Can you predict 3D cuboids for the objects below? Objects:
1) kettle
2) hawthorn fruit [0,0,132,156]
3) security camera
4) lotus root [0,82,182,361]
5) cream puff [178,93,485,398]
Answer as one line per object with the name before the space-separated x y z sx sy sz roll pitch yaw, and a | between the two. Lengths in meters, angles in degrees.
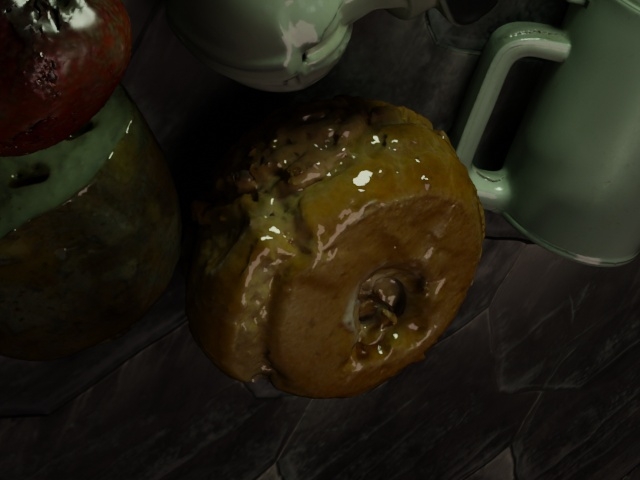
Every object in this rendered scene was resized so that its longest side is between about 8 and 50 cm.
kettle | 0.319 -0.147 1.804 0.265 0.205 0.318 -12 135 -41
hawthorn fruit | -0.247 -0.140 1.286 0.181 0.181 0.235 -23 157 -27
security camera | -0.003 -0.244 1.407 0.277 0.191 0.197 -35 148 -9
lotus root | -0.242 0.018 1.468 0.267 0.149 0.260 -34 142 -9
cream puff | 0.000 0.000 1.607 0.343 0.231 0.327 -26 138 -19
